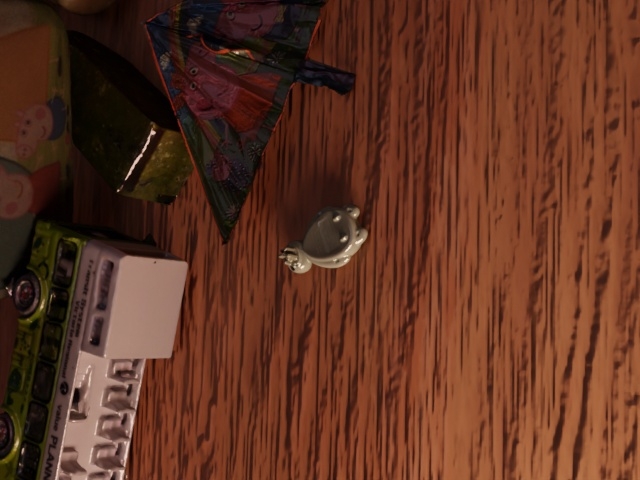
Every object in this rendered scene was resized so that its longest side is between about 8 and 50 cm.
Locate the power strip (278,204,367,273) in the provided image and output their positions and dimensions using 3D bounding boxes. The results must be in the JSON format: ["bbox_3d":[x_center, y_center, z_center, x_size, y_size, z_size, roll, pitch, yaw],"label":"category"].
[{"bbox_3d":[0.000,0.000,0.938,0.083,0.035,0.055,-30,66,27],"label":"power strip"}]

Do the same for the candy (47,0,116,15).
[{"bbox_3d":[-0.225,-0.347,1.116,0.104,0.102,0.234,32,104,35],"label":"candy"}]

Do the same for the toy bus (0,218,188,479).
[{"bbox_3d":[-0.227,0.137,1.044,0.139,0.113,0.301,13,94,37],"label":"toy bus"}]

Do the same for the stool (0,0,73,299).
[{"bbox_3d":[-0.412,-0.100,1.018,0.226,0.310,0.310,33,124,42],"label":"stool"}]

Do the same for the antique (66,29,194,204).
[{"bbox_3d":[-0.212,-0.133,1.086,0.221,0.081,0.080,45,109,32],"label":"antique"}]

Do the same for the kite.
[{"bbox_3d":[-0.077,-0.164,0.994,0.234,0.016,0.321,22,88,22],"label":"kite"}]
